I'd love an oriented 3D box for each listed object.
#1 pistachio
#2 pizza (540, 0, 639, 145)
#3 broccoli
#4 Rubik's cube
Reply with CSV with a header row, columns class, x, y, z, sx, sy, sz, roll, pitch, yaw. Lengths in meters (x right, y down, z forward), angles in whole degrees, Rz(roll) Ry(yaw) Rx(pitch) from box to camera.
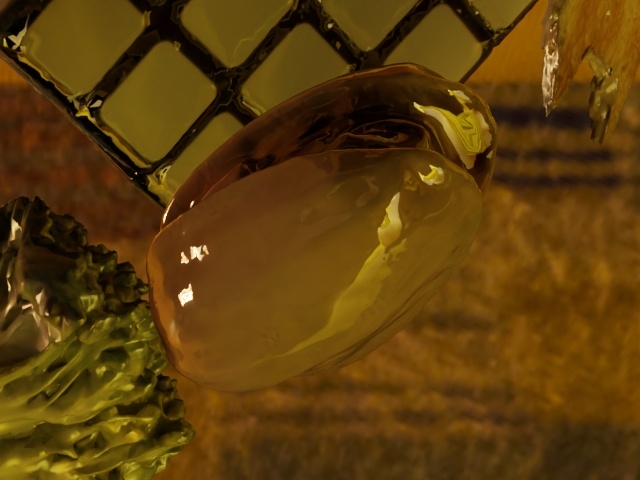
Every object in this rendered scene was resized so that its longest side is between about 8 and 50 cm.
class,x,y,z,sx,sy,sz,roll,pitch,yaw
pistachio,0.000,0.000,0.884,0.131,0.206,0.129,31,45,-26
pizza,0.178,-0.187,1.141,0.034,0.262,0.181,15,14,35
broccoli,-0.217,0.105,1.248,0.248,0.288,0.245,30,62,23
Rubik's cube,-0.096,-0.233,1.350,0.344,0.337,0.344,-49,43,-1
